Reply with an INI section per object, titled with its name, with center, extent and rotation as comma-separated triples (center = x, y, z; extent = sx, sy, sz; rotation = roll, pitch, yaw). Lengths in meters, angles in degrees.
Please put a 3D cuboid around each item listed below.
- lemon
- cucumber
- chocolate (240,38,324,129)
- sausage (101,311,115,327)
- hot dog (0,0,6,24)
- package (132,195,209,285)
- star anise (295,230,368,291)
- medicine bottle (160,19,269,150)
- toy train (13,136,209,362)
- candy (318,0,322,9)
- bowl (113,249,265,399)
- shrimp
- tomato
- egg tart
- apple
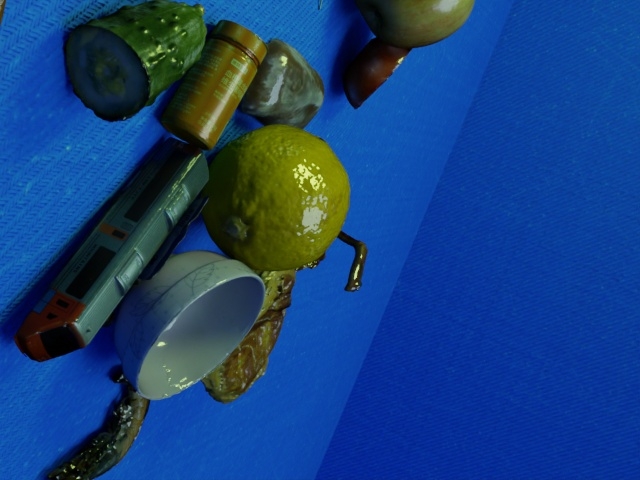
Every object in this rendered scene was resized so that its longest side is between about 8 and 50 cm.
[lemon]
center = -0.083, -0.077, 1.536
extent = 0.293, 0.293, 0.293
rotation = -54, 159, -31
[cucumber]
center = -0.224, -0.266, 1.131
extent = 0.244, 0.134, 0.134
rotation = -52, 159, -46
[chocolate]
center = -0.055, -0.285, 1.631
extent = 0.157, 0.080, 0.254
rotation = -66, 162, 2
[sausage]
center = -0.373, 0.112, 1.334
extent = 0.158, 0.036, 0.042
rotation = 40, 64, -71
[hot dog]
center = -0.385, -0.186, 0.886
extent = 0.066, 0.047, 0.216
rotation = -6, 121, -53
[package]
center = -0.258, 0.003, 1.382
extent = 0.171, 0.027, 0.173
rotation = -57, -161, -23
[star anise]
center = -0.008, 0.003, 1.882
extent = 0.148, 0.346, 0.237
rotation = -11, 127, -26
[medicine bottle]
center = -0.169, -0.246, 1.337
extent = 0.192, 0.096, 0.096
rotation = -61, 162, -10
[toy train]
center = -0.302, 0.015, 1.272
extent = 0.086, 0.089, 0.409
rotation = 88, 27, -55
[candy]
center = 0.004, -0.485, 1.641
extent = 0.083, 0.025, 0.023
rotation = 110, 3, -56
[bowl]
center = -0.247, 0.127, 1.469
extent = 0.287, 0.144, 0.287
rotation = -39, 155, -22
[shrimp]
center = -0.396, 0.347, 1.547
extent = 0.290, 0.054, 0.222
rotation = -41, 152, -59
[tomato]
center = 0.126, -0.404, 1.905
extent = 0.225, 0.085, 0.225
rotation = -49, -175, 6
[egg tart]
center = -0.178, 0.186, 1.792
extent = 0.351, 0.153, 0.339
rotation = -49, 157, -41
[apple]
center = 0.192, -0.525, 1.747
extent = 0.234, 0.257, 0.257
rotation = -38, 157, -7
